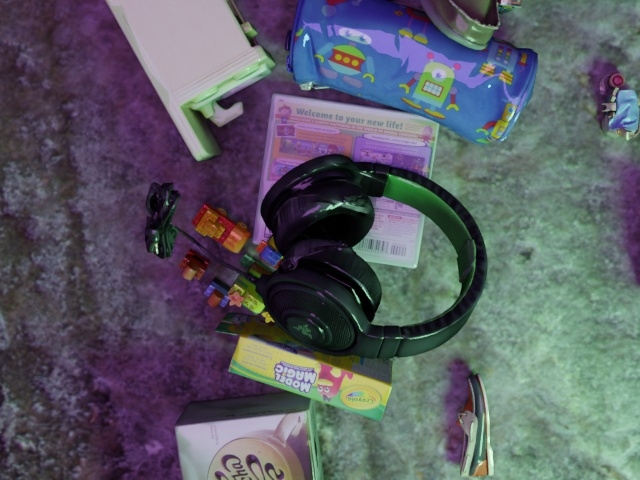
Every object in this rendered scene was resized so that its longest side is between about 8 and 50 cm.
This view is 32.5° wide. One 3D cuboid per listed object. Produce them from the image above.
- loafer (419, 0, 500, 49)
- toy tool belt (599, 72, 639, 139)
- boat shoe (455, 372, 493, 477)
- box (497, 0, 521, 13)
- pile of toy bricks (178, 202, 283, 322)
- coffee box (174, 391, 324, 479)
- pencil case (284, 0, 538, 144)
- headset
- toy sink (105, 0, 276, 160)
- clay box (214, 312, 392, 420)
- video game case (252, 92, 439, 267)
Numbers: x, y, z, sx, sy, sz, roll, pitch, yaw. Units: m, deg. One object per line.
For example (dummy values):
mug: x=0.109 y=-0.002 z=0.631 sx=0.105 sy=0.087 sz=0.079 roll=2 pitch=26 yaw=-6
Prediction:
loafer: x=0.163 y=-0.336 z=1.258 sx=0.094 sy=0.087 sz=0.251 roll=10 pitch=61 yaw=-35
toy tool belt: x=0.367 y=-0.164 z=1.337 sx=0.052 sy=0.051 sz=0.083 roll=-4 pitch=95 yaw=4
boat shoe: x=0.194 y=0.236 z=1.394 sx=0.043 sy=0.049 sz=0.137 roll=-5 pitch=100 yaw=6
box: x=0.225 y=-0.342 z=1.305 sx=0.027 sy=0.094 sz=0.137 roll=6 pitch=96 yaw=-5
pile of toy bricks: x=-0.083 y=0.056 z=1.349 sx=0.212 sy=0.105 sz=0.118 roll=34 pitch=111 yaw=-4
coffee box: x=-0.075 y=0.352 z=1.385 sx=0.168 sy=0.119 sz=0.297 roll=-6 pitch=95 yaw=3
pencil case: x=0.102 y=-0.210 z=1.314 sx=0.306 sy=0.119 sz=0.133 roll=18 pitch=108 yaw=1
headset: x=0.000 y=0.000 z=1.245 sx=0.394 sy=0.185 sz=0.243 roll=3 pitch=55 yaw=-7
toy sink: x=-0.139 y=-0.228 z=1.312 sx=0.131 sy=0.153 sz=0.234 roll=-28 pitch=93 yaw=6
clay box: x=-0.023 y=0.151 z=1.356 sx=0.222 sy=0.127 sz=0.053 roll=17 pitch=98 yaw=2
video game case: x=0.031 y=-0.075 z=1.382 sx=0.212 sy=0.023 sz=0.193 roll=9 pitch=97 yaw=4
